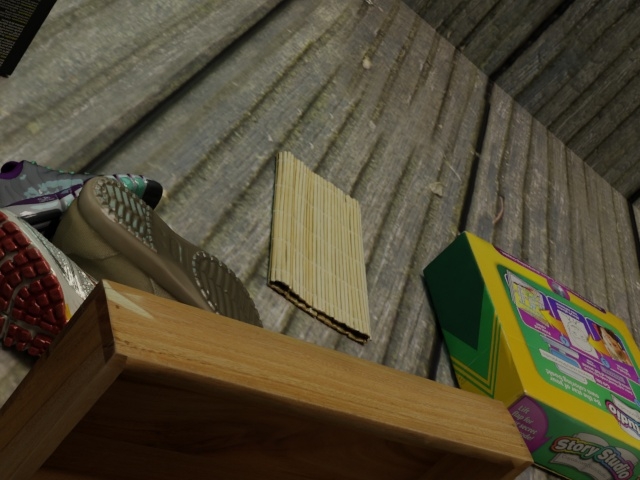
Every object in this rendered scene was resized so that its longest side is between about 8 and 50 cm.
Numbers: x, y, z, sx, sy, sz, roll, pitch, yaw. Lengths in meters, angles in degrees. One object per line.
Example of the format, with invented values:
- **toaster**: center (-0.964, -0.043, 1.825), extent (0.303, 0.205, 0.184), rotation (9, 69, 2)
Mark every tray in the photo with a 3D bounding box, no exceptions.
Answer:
- **tray**: center (-0.041, 0.172, 0.790), extent (0.410, 0.203, 0.076), rotation (22, 32, -36)

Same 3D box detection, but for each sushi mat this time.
- **sushi mat**: center (0.000, 0.000, 1.313), extent (0.151, 0.019, 0.317), rotation (33, 28, -21)

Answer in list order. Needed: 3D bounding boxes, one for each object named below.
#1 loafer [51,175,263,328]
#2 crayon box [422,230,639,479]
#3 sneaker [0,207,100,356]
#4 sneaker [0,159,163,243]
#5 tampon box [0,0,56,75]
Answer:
- **loafer**: center (-0.151, 0.049, 0.956), extent (0.268, 0.092, 0.102), rotation (48, 20, -29)
- **crayon box**: center (0.335, 0.186, 1.407), extent (0.362, 0.106, 0.313), rotation (28, 31, -28)
- **sneaker**: center (-0.219, 0.064, 0.857), extent (0.225, 0.088, 0.093), rotation (50, 17, -2)
- **sneaker**: center (-0.249, -0.052, 0.975), extent (0.098, 0.083, 0.223), rotation (46, 27, 16)
- **tampon box**: center (-0.356, -0.286, 1.079), extent (0.101, 0.161, 0.120), rotation (14, 37, -44)
